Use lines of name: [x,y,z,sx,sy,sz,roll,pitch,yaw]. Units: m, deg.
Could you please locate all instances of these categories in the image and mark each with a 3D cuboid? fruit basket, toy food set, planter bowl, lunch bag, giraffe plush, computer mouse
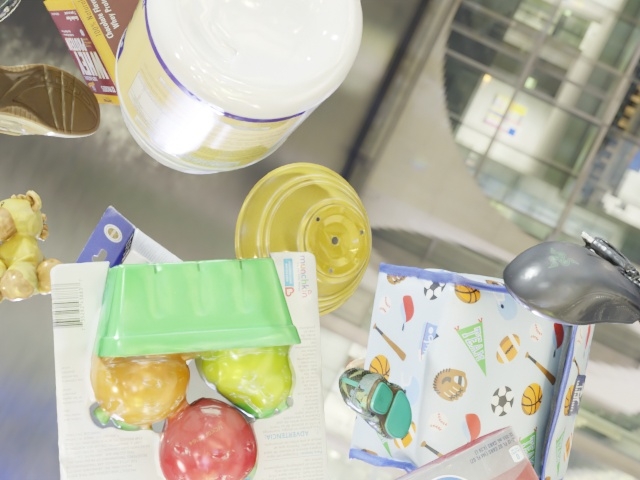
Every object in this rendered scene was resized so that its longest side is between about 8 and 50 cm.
fruit basket: [-0.153,0.195,1.519,0.165,0.327,0.353,-170,-103,-72]
toy food set: [0.079,0.221,2.107,0.020,0.082,0.083,-93,161,-50]
planter bowl: [0.000,0.000,1.719,0.090,0.217,0.217,-2,-122,59]
lunch bag: [0.275,0.221,2.004,0.239,0.385,0.328,11,-91,54]
giraffe plush: [-0.495,0.008,2.073,0.210,0.181,0.171,-15,94,-67]
computer mouse: [0.339,0.043,1.599,0.272,0.188,0.072,0,126,-44]

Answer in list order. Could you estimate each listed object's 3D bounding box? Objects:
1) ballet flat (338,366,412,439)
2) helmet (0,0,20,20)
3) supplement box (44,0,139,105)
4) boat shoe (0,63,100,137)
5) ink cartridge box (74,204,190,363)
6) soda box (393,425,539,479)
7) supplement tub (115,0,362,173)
ballet flat: [0.067,0.202,1.608,0.070,0.070,0.188,-64,155,-17]
helmet: [-0.465,-0.336,1.601,0.161,0.169,0.169,-14,-136,55]
supplement box: [-0.301,-0.345,2.043,0.194,0.191,0.129,-35,-156,-22]
boat shoe: [-0.479,-0.214,1.963,0.302,0.098,0.109,4,78,-48]
ink cartridge box: [-0.260,0.090,1.809,0.223,0.224,0.045,-52,-178,43]
soda box: [0.059,0.253,1.055,0.263,0.092,0.083,-23,171,-18]
supplement tub: [-0.111,-0.218,1.497,0.241,0.241,0.331,-64,-169,-20]
